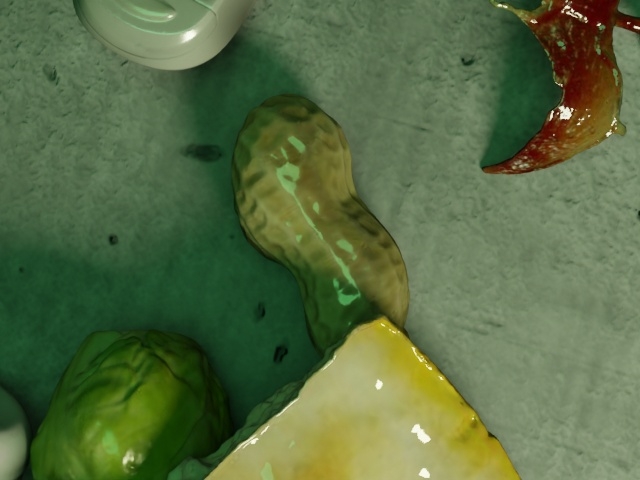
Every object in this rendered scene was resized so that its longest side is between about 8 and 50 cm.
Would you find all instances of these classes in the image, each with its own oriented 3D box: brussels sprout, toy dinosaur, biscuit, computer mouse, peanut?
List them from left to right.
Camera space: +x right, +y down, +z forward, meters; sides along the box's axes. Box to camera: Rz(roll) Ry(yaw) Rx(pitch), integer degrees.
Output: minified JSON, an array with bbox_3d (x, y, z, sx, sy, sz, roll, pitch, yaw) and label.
[{"bbox_3d":[-0.174,0.195,1.400,0.161,0.223,0.223,-2,87,48],"label":"brussels sprout"},{"bbox_3d":[-0.121,-0.301,1.446,0.184,0.121,0.296,25,77,8],"label":"computer mouse"},{"bbox_3d":[0.000,0.000,1.421,0.136,0.120,0.298,-29,86,28],"label":"peanut"},{"bbox_3d":[0.019,0.325,1.353,0.446,0.104,0.429,45,77,-18],"label":"biscuit"},{"bbox_3d":[0.250,-0.240,1.424,0.207,0.113,0.327,-13,98,-20],"label":"toy dinosaur"}]

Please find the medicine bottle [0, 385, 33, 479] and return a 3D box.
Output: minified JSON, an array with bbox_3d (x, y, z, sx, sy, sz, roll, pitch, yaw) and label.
[{"bbox_3d":[-0.436,0.275,1.394,0.241,0.241,0.301,24,100,6],"label":"medicine bottle"}]
